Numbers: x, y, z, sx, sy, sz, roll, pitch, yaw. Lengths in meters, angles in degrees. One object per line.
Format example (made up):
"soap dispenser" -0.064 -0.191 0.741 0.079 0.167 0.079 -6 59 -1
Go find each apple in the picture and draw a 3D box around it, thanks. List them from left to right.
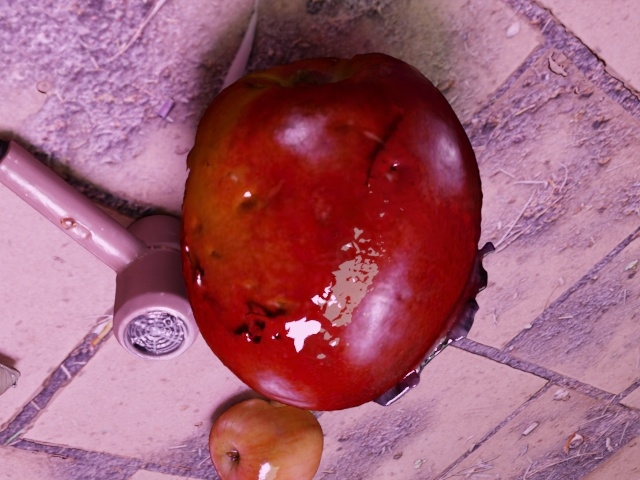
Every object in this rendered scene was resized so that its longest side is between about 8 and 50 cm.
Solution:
"apple" -0.086 0.353 1.408 0.199 0.199 0.199 -13 137 -13

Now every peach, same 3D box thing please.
"peach" 0.000 0.000 0.955 0.353 0.339 0.417 -25 125 -34

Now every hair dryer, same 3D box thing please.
"hair dryer" -0.281 -0.010 0.970 0.106 0.189 0.344 -38 122 17

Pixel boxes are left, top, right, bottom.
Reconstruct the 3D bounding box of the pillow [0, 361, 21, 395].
"pillow" -0.556 0.173 1.071 0.185 0.075 0.302 -38 137 2
